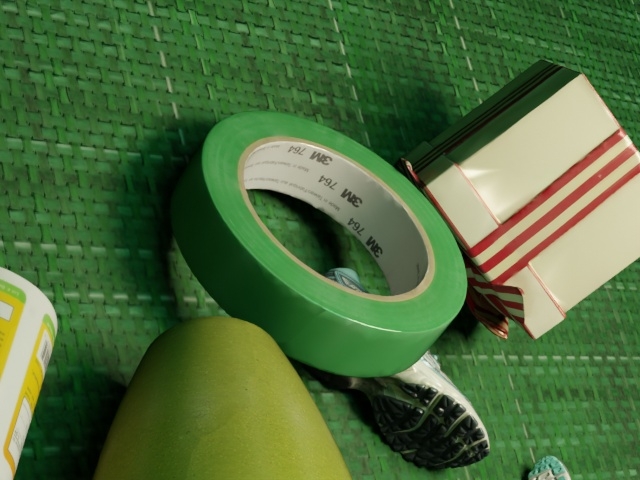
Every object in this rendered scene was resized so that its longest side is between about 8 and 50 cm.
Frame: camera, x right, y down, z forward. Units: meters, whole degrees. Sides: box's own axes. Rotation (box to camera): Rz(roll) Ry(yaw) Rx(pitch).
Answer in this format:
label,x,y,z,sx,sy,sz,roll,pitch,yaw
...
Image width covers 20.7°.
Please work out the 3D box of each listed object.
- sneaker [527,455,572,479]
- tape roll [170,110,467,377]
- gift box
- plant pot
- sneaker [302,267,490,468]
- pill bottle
label,x,y,z,sx,sy,sz,roll,pitch,yaw
sneaker,0.293,0.338,2.080,0.076,0.065,0.166,13,60,-63
tape roll,0.000,0.000,1.840,0.321,0.077,0.321,25,34,-18
gift box,0.237,-0.051,2.045,0.255,0.258,0.276,53,3,-6
plant pot,-0.091,0.218,1.577,0.275,0.275,0.293,34,29,-31
sneaker,0.094,0.135,1.930,0.283,0.110,0.122,45,37,-20
pill bottle,-0.309,0.148,1.437,0.136,0.136,0.246,37,44,-28
